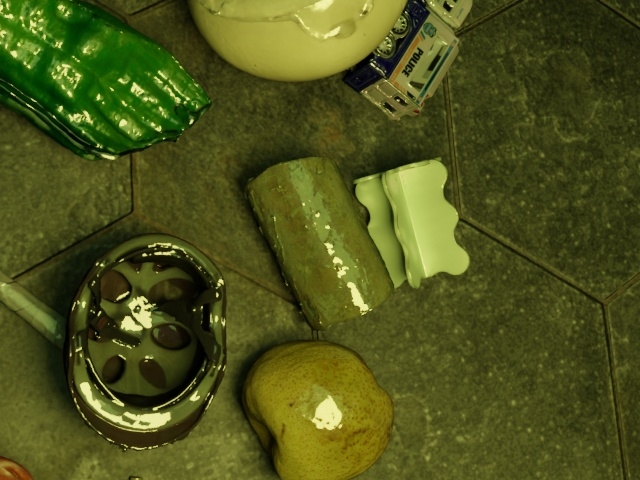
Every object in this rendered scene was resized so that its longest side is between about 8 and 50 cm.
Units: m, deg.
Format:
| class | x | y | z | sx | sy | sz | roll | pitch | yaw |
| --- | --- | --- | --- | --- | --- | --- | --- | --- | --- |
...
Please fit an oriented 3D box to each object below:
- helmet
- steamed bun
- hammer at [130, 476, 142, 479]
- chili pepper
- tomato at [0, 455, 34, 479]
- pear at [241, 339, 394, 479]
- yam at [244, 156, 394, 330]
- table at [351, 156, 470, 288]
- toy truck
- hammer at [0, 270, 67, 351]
| class | x | y | z | sx | sy | sz | roll | pitch | yaw |
| --- | --- | --- | --- | --- | --- | --- | --- | --- | --- |
| helmet | -0.265 | 0.143 | 1.264 | 0.224 | 0.177 | 0.306 | 14 | 81 | -24 |
| steamed bun | -0.026 | -0.409 | 1.396 | 0.374 | 0.241 | 0.375 | -8 | 59 | 14 |
| hammer | -0.236 | 0.381 | 1.314 | 0.110 | 0.019 | 0.036 | 12 | 76 | -22 |
| chili pepper | -0.362 | -0.243 | 1.320 | 0.384 | 0.167 | 0.213 | 26 | 87 | -24 |
| tomato | -0.487 | 0.388 | 1.135 | 0.231 | 0.188 | 0.232 | 3 | 79 | -15 |
| pear | 0.001 | 0.255 | 1.323 | 0.211 | 0.188 | 0.229 | -24 | 85 | -18 |
| yam | 0.000 | 0.000 | 1.391 | 0.161 | 0.161 | 0.268 | -25 | 87 | -21 |
| table | 0.152 | -0.024 | 1.453 | 0.166 | 0.166 | 0.199 | -16 | 92 | -21 |
| toy truck | 0.169 | -0.361 | 1.538 | 0.155 | 0.124 | 0.268 | 37 | 72 | -16 |
| hammer | -0.522 | 0.014 | 1.275 | 0.426 | 0.044 | 0.152 | 38 | 71 | -9 |
